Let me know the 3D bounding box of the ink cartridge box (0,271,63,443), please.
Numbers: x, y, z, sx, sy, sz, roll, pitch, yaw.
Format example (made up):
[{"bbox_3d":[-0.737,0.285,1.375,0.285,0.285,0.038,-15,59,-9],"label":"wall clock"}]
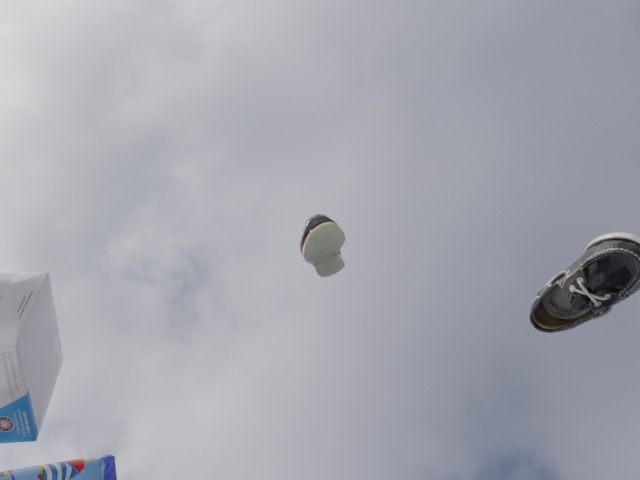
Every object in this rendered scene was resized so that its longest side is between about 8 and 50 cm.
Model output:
[{"bbox_3d":[-0.575,0.181,0.929,0.269,0.198,0.197,-1,-151,-10],"label":"ink cartridge box"}]

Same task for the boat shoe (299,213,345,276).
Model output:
[{"bbox_3d":[0.000,0.000,0.640,0.049,0.137,0.043,-23,-111,-1],"label":"boat shoe"}]

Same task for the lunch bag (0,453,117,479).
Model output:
[{"bbox_3d":[-0.249,0.327,0.408,0.138,0.220,0.294,-35,-117,32],"label":"lunch bag"}]

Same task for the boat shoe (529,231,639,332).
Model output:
[{"bbox_3d":[0.187,0.034,0.421,0.046,0.125,0.038,45,-112,8],"label":"boat shoe"}]
